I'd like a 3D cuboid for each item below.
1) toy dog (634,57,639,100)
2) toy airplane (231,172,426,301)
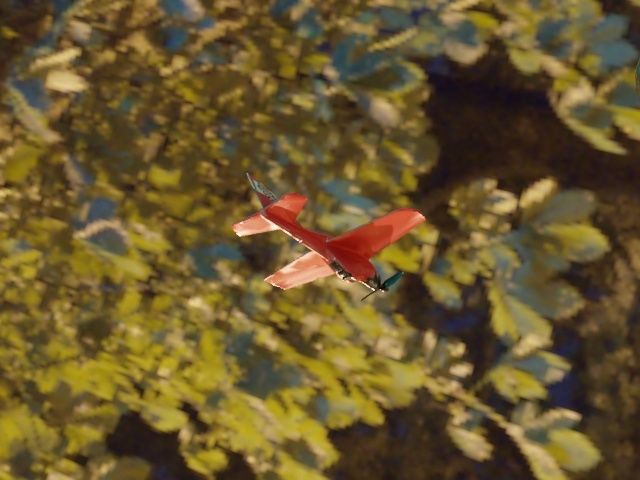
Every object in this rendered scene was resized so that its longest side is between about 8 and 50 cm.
[{"bbox_3d":[0.260,-0.143,0.660,0.284,0.395,0.408,-42,-22,-15],"label":"toy dog"},{"bbox_3d":[0.000,0.000,1.141,0.151,0.151,0.028,64,-154,-45],"label":"toy airplane"}]
